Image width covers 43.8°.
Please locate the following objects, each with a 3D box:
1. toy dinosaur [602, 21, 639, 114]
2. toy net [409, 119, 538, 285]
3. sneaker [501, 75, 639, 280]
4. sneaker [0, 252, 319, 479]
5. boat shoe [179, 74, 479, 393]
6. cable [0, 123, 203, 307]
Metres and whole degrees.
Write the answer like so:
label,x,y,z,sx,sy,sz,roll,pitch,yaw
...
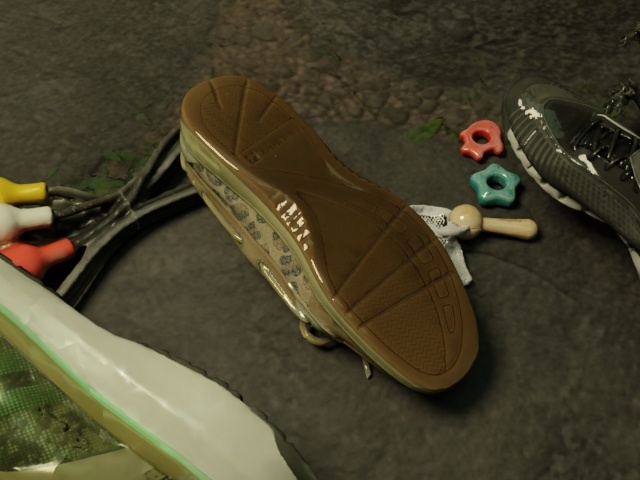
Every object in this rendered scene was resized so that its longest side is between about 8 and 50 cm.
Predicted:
label,x,y,z,sx,sy,sz,roll,pitch,yaw
toy dinosaur,0.309,-0.130,0.691,0.118,0.064,0.268,25,50,-16
toy net,0.133,-0.047,0.652,0.232,0.045,0.122,-32,62,-19
sneaker,0.229,-0.042,0.570,0.078,0.106,0.234,-38,81,-14
sneaker,-0.205,0.112,0.446,0.411,0.158,0.182,27,61,4
boat shoe,0.000,0.000,0.591,0.105,0.089,0.285,-31,73,-32
cable,-0.174,-0.021,0.623,0.287,0.072,0.139,-23,64,-15
